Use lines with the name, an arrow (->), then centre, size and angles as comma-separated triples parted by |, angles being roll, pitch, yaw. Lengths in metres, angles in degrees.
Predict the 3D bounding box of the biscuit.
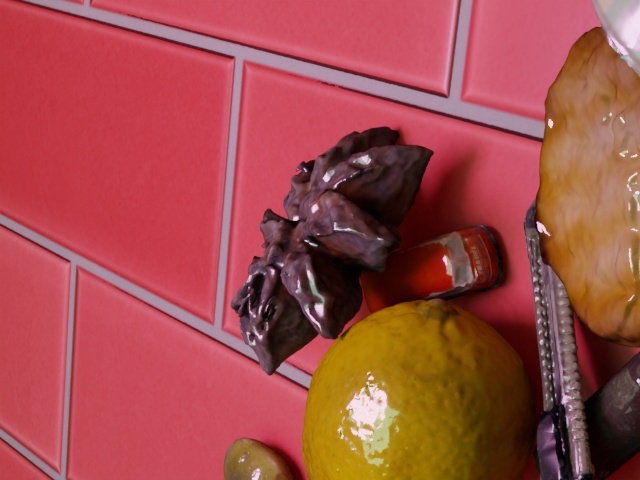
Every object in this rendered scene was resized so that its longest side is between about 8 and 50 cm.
biscuit -> 0.288, -0.051, 1.196 | 0.296, 0.102, 0.296 | 176, 90, -76

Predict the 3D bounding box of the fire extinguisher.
fire extinguisher -> 0.305, 0.160, 1.270 | 0.072, 0.089, 0.267 | 38, 130, 1

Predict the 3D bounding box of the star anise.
star anise -> 0.001, -0.001, 1.488 | 0.331, 0.118, 0.331 | -49, 23, 29

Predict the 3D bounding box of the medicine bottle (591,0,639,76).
medicine bottle -> 0.407, -0.281, 0.967 | 0.406, 0.236, 0.235 | -53, 57, 41

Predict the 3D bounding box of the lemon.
lemon -> 0.102, 0.195, 1.395 | 0.267, 0.267, 0.267 | 10, 103, 49

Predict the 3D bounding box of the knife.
knife -> 0.228, 0.121, 1.315 | 0.089, 0.043, 0.365 | -33, 52, 53

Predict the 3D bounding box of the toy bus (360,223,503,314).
toy bus -> 0.120, 0.036, 1.479 | 0.174, 0.077, 0.079 | -21, 79, 50

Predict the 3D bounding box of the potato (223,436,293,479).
potato -> -0.076, 0.354, 1.757 | 0.105, 0.085, 0.188 | -10, 92, 52
